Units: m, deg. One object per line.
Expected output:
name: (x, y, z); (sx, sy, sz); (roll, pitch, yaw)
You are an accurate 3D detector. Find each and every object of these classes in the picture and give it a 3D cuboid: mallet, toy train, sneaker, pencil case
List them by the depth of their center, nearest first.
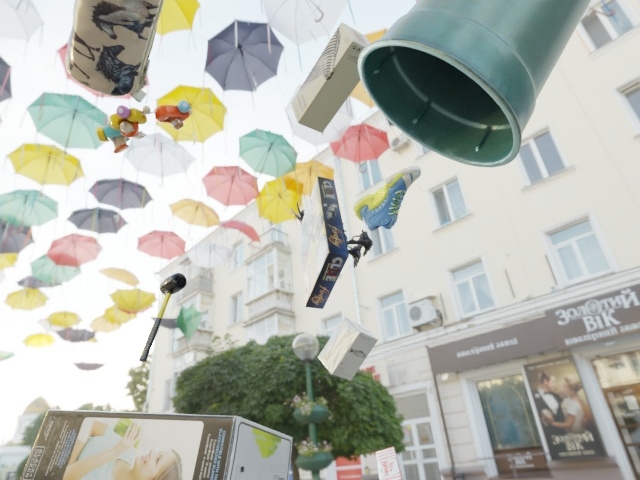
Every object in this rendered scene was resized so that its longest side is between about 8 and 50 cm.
toy train: (-0.296, -0.185, 0.707); (0.166, 0.046, 0.125); (-15, 0, 37)
mallet: (-0.332, 0.156, 0.859); (0.039, 0.190, 0.062); (35, -34, -31)
pencil case: (-0.406, -0.504, 0.884); (0.183, 0.160, 0.410); (21, -47, -25)
sneaker: (0.210, -0.110, 1.211); (0.240, 0.126, 0.091); (-35, -12, 37)

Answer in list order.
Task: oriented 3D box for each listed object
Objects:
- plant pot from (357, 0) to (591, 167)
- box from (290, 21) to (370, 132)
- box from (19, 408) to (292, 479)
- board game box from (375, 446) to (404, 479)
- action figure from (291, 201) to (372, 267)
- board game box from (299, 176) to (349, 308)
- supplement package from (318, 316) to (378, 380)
plant pot: (0.303, -0.374, 0.791); (0.334, 0.341, 0.341); (-55, -36, -4)
box: (0.030, -0.451, 1.183); (0.094, 0.113, 0.275); (13, -47, -35)
box: (-0.200, 0.283, 0.543); (0.289, 0.087, 0.169); (-7, -34, 20)
board game box: (0.162, 0.543, 0.833); (0.045, 0.194, 0.147); (-18, 1, 4)
action figure: (0.025, -0.015, 1.329); (0.275, 0.141, 0.164); (26, -39, -14)
board game box: (0.000, 0.000, 0.903); (0.042, 0.244, 0.165); (9, -48, -15)
supplement package: (0.096, 0.381, 1.476); (0.105, 0.105, 0.179); (31, -87, -36)
